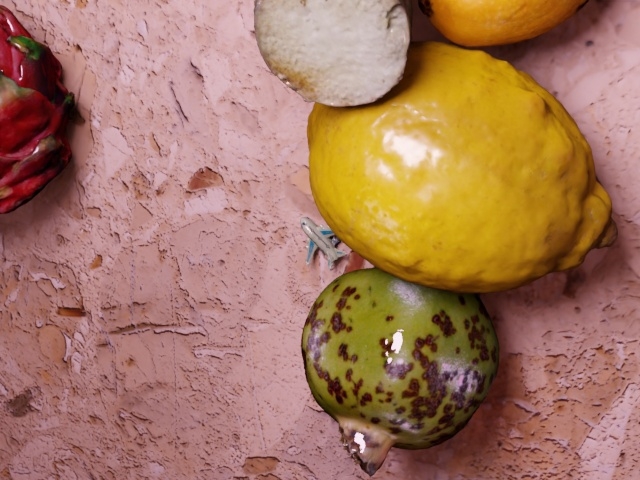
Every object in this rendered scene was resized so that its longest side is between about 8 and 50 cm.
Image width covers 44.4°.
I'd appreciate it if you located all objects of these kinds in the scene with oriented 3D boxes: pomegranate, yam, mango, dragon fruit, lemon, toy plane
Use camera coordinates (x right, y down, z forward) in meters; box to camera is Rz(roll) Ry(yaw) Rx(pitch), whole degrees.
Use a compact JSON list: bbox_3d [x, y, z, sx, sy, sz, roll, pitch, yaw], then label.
[{"bbox_3d":[0.091,0.154,0.972,0.254,0.270,0.254,23,153,12],"label":"pomegranate"},{"bbox_3d":[0.018,-0.267,0.784,0.161,0.268,0.161,1,137,1],"label":"yam"},{"bbox_3d":[0.222,-0.315,0.792,0.295,0.120,0.177,-42,79,-4],"label":"mango"},{"bbox_3d":[-0.505,-0.181,1.105,0.329,0.329,0.329,9,112,22],"label":"dragon fruit"},{"bbox_3d":[0.140,-0.073,0.857,0.316,0.286,0.285,52,125,30],"label":"lemon"},{"bbox_3d":[0.001,-0.001,1.087,0.080,0.033,0.083,-43,81,32],"label":"toy plane"}]
